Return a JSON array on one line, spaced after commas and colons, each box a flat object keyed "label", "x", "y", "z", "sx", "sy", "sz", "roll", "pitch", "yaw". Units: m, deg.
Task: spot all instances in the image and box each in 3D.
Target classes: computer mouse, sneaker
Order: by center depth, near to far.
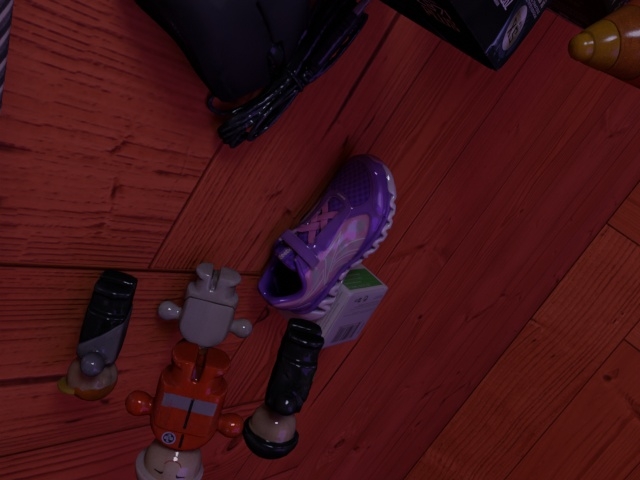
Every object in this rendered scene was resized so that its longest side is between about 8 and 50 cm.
[{"label": "computer mouse", "x": -0.050, "y": -0.180, "z": 0.540, "sx": 0.188, "sy": 0.072, "sz": 0.272, "roll": -48, "pitch": 153, "yaw": 0}, {"label": "sneaker", "x": 0.000, "y": 0.000, "z": 0.833, "sx": 0.104, "sy": 0.095, "sz": 0.236, "roll": 5, "pitch": 123, "yaw": -48}]

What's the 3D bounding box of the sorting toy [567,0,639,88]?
[{"label": "sorting toy", "x": 0.316, "y": -0.278, "z": 0.599, "sx": 0.126, "sy": 0.127, "sz": 0.366, "roll": -10, "pitch": 141, "yaw": -15}]

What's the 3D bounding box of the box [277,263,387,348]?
[{"label": "box", "x": 0.017, "y": 0.081, "z": 0.957, "sx": 0.101, "sy": 0.087, "sz": 0.102, "roll": -4, "pitch": 129, "yaw": -54}]

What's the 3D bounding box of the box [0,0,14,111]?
[{"label": "box", "x": -0.237, "y": -0.090, "z": 0.361, "sx": 0.113, "sy": 0.094, "sz": 0.275, "roll": -17, "pitch": 140, "yaw": -45}]

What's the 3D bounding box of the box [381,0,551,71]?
[{"label": "box", "x": 0.076, "y": -0.229, "z": 0.540, "sx": 0.078, "sy": 0.180, "sz": 0.147, "roll": -53, "pitch": 153, "yaw": 10}]

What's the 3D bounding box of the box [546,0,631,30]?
[{"label": "box", "x": 0.287, "y": -0.354, "z": 0.695, "sx": 0.191, "sy": 0.143, "sz": 0.381, "roll": -56, "pitch": 156, "yaw": 16}]

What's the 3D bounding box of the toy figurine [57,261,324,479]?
[{"label": "toy figurine", "x": -0.125, "y": 0.129, "z": 0.680, "sx": 0.213, "sy": 0.209, "sz": 0.148, "roll": -7, "pitch": 120, "yaw": -53}]
